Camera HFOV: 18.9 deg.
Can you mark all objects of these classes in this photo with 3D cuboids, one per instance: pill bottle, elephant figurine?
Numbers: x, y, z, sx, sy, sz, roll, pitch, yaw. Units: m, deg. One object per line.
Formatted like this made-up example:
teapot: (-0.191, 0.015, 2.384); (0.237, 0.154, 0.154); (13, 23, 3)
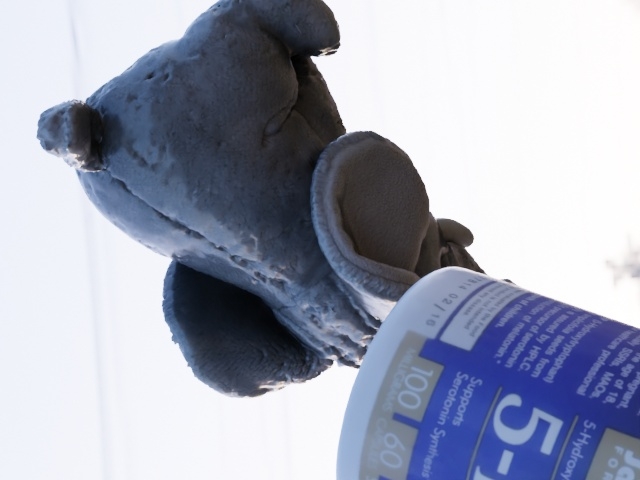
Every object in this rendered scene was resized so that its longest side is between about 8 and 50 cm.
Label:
pill bottle: (0.110, 0.088, 0.703); (0.112, 0.186, 0.112); (-41, -39, -45)
elephant figurine: (0.000, 0.000, 0.944); (0.239, 0.186, 0.169); (52, 167, 1)
